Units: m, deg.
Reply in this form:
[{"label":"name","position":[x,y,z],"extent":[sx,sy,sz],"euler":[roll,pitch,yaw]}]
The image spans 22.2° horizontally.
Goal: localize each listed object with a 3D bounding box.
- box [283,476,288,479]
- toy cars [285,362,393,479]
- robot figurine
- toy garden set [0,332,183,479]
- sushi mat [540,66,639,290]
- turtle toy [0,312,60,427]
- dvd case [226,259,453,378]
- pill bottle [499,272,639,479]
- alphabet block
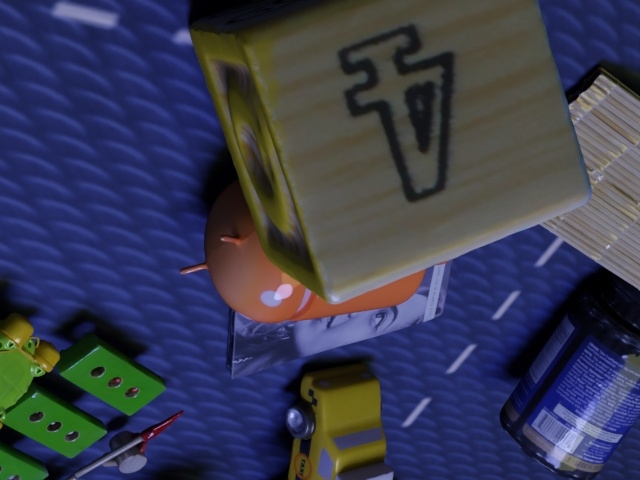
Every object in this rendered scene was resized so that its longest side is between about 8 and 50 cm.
[{"label":"box","position":[-0.007,0.421,1.771],"extent":[0.242,0.076,0.307],"euler":[-36,111,12]},{"label":"toy cars","position":[-0.040,0.302,1.576],"extent":[0.394,0.087,0.176],"euler":[-52,134,-11]},{"label":"robot figurine","position":[-0.001,0.001,1.322],"extent":[0.219,0.158,0.128],"euler":[-7,119,-30]},{"label":"toy garden set","position":[-0.243,0.182,1.457],"extent":[0.244,0.049,0.204],"euler":[-36,143,9]},{"label":"sushi mat","position":[0.306,-0.033,1.511],"extent":[0.316,0.019,0.151],"euler":[31,118,-32]},{"label":"turtle toy","position":[-0.274,0.091,1.296],"extent":[0.095,0.066,0.130],"euler":[-49,146,-13]},{"label":"dvd case","position":[0.021,0.046,1.492],"extent":[0.221,0.018,0.164],"euler":[-16,144,-18]},{"label":"pill bottle","position":[0.291,0.130,1.685],"extent":[0.123,0.123,0.219],"euler":[14,115,-45]},{"label":"alphabet block","position":[0.043,-0.091,1.122],"extent":[0.197,0.192,0.193],"euler":[-21,102,-10]}]
